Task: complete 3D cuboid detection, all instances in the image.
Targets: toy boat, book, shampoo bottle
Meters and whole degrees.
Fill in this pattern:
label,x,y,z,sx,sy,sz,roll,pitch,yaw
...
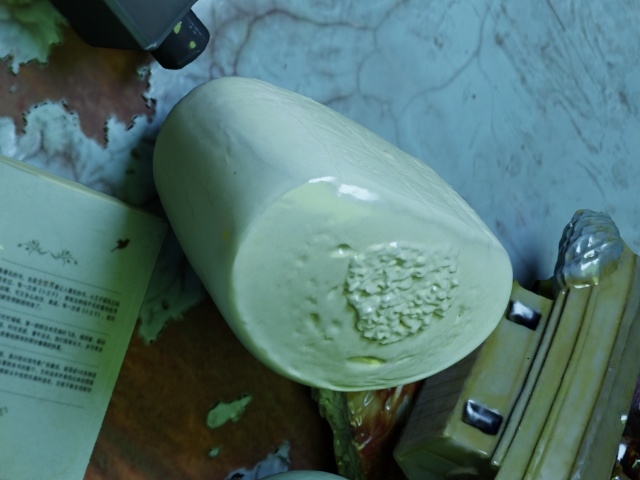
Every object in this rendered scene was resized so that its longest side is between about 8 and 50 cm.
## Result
label,x,y,z,sx,sy,sz,roll,pitch,yaw
toy boat,0.154,0.143,1.028,0.136,0.162,0.445,102,12,-47
book,-0.222,0.092,0.858,0.201,0.026,0.289,23,84,-40
shampoo bottle,-0.153,-0.207,0.819,0.080,0.079,0.246,-52,126,-18

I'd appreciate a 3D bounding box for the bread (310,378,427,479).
label,x,y,z,sx,sy,sz,roll,pitch,yaw
bread,0.060,0.138,1.082,0.136,0.054,0.154,-33,124,-30

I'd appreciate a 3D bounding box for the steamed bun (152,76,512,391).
label,x,y,z,sx,sy,sz,roll,pitch,yaw
steamed bun,0.000,0.000,0.918,0.250,0.200,0.155,25,107,-39

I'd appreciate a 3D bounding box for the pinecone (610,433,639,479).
label,x,y,z,sx,sy,sz,roll,pitch,yaw
pinecone,0.214,0.286,1.135,0.224,0.224,0.273,37,64,-38

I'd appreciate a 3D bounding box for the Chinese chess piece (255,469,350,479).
label,x,y,z,sx,sy,sz,roll,pitch,yaw
Chinese chess piece,-0.017,0.270,1.000,0.188,0.083,0.188,-6,107,-22

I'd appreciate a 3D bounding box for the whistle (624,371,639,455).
label,x,y,z,sx,sy,sz,roll,pitch,yaw
whistle,0.409,0.164,1.337,0.346,0.133,0.142,3,57,-50
